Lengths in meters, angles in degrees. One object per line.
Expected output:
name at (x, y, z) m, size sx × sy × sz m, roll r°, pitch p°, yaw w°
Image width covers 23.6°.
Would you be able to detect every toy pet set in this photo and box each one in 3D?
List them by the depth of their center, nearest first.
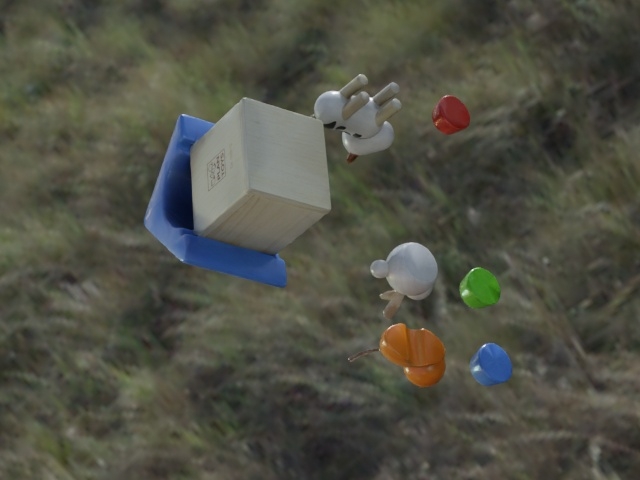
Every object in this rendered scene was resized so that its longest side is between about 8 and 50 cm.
toy pet set at (0.000, 0.000, 0.566) m, size 0.065 × 0.114 × 0.122 m, roll -38°, pitch 47°, yaw 44°
